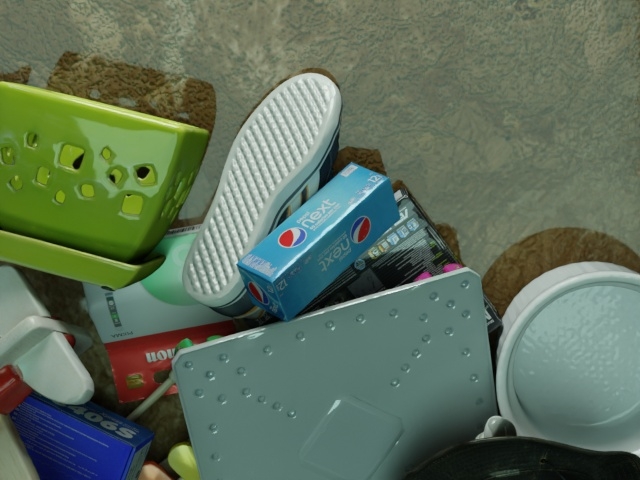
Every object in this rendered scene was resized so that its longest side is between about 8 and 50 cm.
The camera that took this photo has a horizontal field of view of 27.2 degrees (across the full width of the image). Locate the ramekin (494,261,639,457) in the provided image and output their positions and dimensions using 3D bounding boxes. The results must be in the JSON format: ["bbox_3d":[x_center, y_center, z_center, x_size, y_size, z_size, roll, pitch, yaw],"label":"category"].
[{"bbox_3d":[0.356,0.159,1.706,0.277,0.135,0.277,0,104,-1],"label":"ramekin"}]

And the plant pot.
[{"bbox_3d":[-0.274,-0.062,1.579,0.227,0.228,0.207,15,93,2],"label":"plant pot"}]

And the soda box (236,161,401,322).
[{"bbox_3d":[0.000,0.000,1.601,0.210,0.067,0.071,-42,135,-25],"label":"soda box"}]

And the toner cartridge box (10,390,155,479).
[{"bbox_3d":[-0.401,0.253,1.700,0.348,0.075,0.165,24,101,10],"label":"toner cartridge box"}]

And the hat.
[{"bbox_3d":[0.249,0.366,1.628,0.331,0.134,0.331,-3,146,-2],"label":"hat"}]

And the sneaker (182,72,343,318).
[{"bbox_3d":[-0.057,-0.051,1.665,0.126,0.127,0.321,24,82,34],"label":"sneaker"}]

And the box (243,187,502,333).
[{"bbox_3d":[0.066,0.096,1.726,0.270,0.060,0.216,-37,101,7],"label":"box"}]

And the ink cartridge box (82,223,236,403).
[{"bbox_3d":[-0.206,0.101,1.728,0.181,0.056,0.224,-11,101,2],"label":"ink cartridge box"}]

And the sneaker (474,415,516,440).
[{"bbox_3d":[0.212,0.265,1.658,0.061,0.152,0.053,26,60,28],"label":"sneaker"}]

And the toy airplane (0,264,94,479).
[{"bbox_3d":[-0.434,0.212,1.552,0.384,0.272,0.386,9,66,5],"label":"toy airplane"}]

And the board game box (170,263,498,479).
[{"bbox_3d":[0.034,0.244,1.681,0.390,0.050,0.390,-15,118,-10],"label":"board game box"}]

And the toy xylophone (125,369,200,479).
[{"bbox_3d":[-0.165,0.305,1.750,0.236,0.081,0.322,38,100,-14],"label":"toy xylophone"}]
